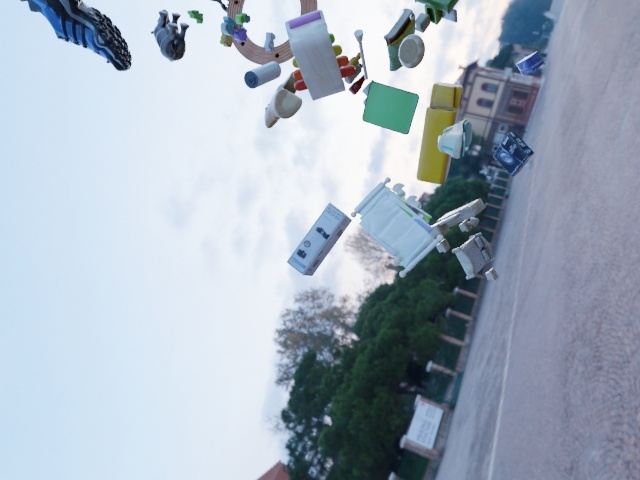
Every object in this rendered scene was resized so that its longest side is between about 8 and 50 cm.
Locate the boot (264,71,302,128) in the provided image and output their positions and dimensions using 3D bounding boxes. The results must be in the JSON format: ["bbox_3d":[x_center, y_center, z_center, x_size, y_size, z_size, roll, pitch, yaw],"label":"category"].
[{"bbox_3d":[-0.157,-0.498,1.919,0.211,0.104,0.295,-46,24,43],"label":"boot"}]

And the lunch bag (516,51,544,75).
[{"bbox_3d":[0.843,-0.707,2.009,0.067,0.065,0.098,-36,9,-7],"label":"lunch bag"}]

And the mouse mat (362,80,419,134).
[{"bbox_3d":[0.252,-0.481,1.813,0.007,0.189,0.153,-42,-30,-57],"label":"mouse mat"}]

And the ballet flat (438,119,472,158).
[{"bbox_3d":[0.370,-0.285,1.384,0.248,0.086,0.086,-43,-33,-61],"label":"ballet flat"}]

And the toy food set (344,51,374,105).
[{"bbox_3d":[0.189,-0.652,2.063,0.104,0.232,0.111,-53,17,-15],"label":"toy food set"}]

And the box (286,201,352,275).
[{"bbox_3d":[0.000,0.000,1.986,0.290,0.087,0.169,-54,-13,1],"label":"box"}]

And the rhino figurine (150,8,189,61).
[{"bbox_3d":[-0.424,-0.576,1.384,0.073,0.243,0.106,0,-53,-31],"label":"rhino figurine"}]

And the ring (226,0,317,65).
[{"bbox_3d":[-0.162,-0.755,1.664,0.032,0.336,0.337,-21,-53,-67],"label":"ring"}]

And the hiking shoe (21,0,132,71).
[{"bbox_3d":[-0.676,-0.599,1.419,0.304,0.132,0.113,49,-154,-30],"label":"hiking shoe"}]

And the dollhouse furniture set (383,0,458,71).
[{"bbox_3d":[0.385,-0.776,1.851,0.301,0.151,0.197,-55,-26,-8],"label":"dollhouse furniture set"}]

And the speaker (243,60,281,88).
[{"bbox_3d":[-0.178,-0.514,1.548,0.136,0.055,0.055,-46,-30,-47],"label":"speaker"}]

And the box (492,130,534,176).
[{"bbox_3d":[0.413,-0.185,1.071,0.018,0.067,0.083,-30,-19,-16],"label":"box"}]

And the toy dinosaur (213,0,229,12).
[{"bbox_3d":[-0.345,-0.882,1.873,0.064,0.118,0.268,-41,24,16],"label":"toy dinosaur"}]

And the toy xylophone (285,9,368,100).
[{"bbox_3d":[0.022,-0.553,1.532,0.323,0.236,0.081,76,-177,-64],"label":"toy xylophone"}]

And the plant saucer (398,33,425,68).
[{"bbox_3d":[0.230,-0.484,1.277,0.015,0.083,0.083,-12,-57,-41],"label":"plant saucer"}]

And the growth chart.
[{"bbox_3d":[0.195,-0.044,1.265,0.172,0.237,0.021,-37,-21,-9],"label":"growth chart"}]

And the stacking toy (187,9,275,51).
[{"bbox_3d":[-0.245,-0.590,1.407,0.221,0.167,0.052,-11,-69,-71],"label":"stacking toy"}]

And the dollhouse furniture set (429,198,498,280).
[{"bbox_3d":[0.643,0.033,2.051,0.174,0.355,0.303,-29,0,44],"label":"dollhouse furniture set"}]

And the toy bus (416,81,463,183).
[{"bbox_3d":[0.421,-0.380,1.771,0.130,0.108,0.333,-49,-33,-54],"label":"toy bus"}]
